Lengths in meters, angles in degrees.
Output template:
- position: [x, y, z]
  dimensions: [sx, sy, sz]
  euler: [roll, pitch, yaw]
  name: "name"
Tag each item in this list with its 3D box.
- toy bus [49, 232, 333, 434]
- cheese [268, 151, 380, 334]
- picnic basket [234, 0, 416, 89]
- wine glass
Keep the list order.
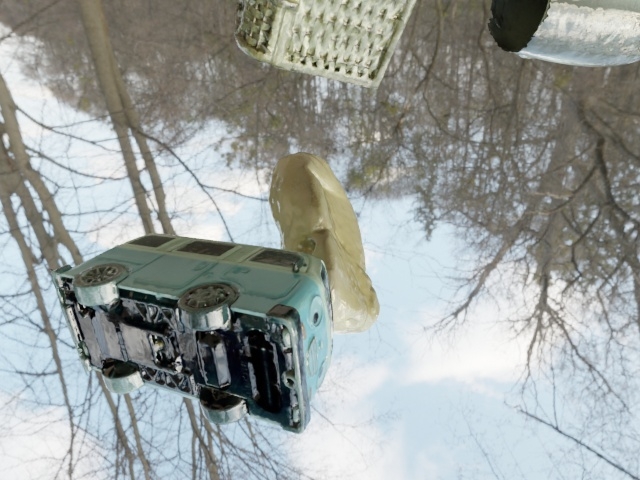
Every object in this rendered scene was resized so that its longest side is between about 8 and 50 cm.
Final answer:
- position: [-0.111, 0.073, 0.483]
  dimensions: [0.271, 0.133, 0.165]
  euler: [7, -153, 24]
  name: "toy bus"
- position: [-0.002, 0.001, 0.667]
  dimensions: [0.092, 0.159, 0.263]
  euler: [-21, -118, 19]
  name: "cheese"
- position: [0.008, -0.264, 0.413]
  dimensions: [0.154, 0.196, 0.134]
  euler: [7, -133, -17]
  name: "picnic basket"
- position: [0.273, -0.225, 0.448]
  dimensions: [0.204, 0.111, 0.111]
  euler: [-4, -151, -14]
  name: "wine glass"
